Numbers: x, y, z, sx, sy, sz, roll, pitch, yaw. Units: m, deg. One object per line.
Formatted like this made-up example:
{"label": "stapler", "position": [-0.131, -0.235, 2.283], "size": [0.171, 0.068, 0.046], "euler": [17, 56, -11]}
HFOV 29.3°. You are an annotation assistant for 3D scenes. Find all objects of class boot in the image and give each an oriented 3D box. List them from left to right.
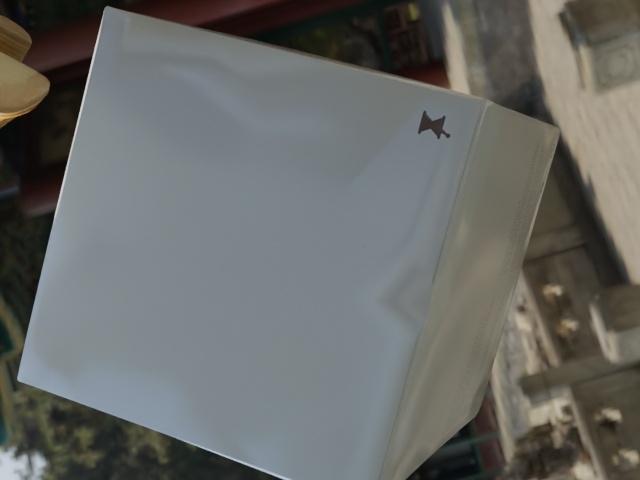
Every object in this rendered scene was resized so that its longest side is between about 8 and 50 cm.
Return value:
{"label": "boot", "position": [-0.368, -0.104, 1.238], "size": [0.104, 0.211, 0.295], "euler": [29, -166, -20]}

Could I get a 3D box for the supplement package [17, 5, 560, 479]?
{"label": "supplement package", "position": [0.000, 0.000, 0.696], "size": [0.263, 0.198, 0.199], "euler": [-6, -68, -72]}
